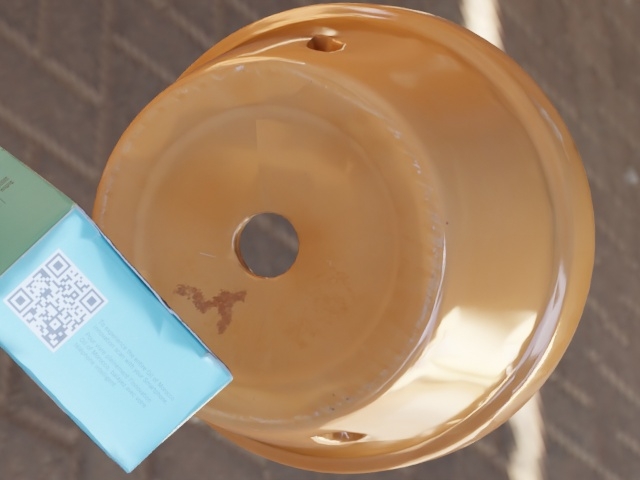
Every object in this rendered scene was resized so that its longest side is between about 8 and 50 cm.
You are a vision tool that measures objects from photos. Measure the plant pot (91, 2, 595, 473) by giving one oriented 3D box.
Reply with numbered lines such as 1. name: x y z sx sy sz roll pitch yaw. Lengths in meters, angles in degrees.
1. plant pot: 0.000 0.000 1.034 0.203 0.291 0.290 -5 75 -75

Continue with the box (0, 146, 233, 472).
1. box: -0.125 0.020 0.821 0.100 0.060 0.244 49 -8 -20
